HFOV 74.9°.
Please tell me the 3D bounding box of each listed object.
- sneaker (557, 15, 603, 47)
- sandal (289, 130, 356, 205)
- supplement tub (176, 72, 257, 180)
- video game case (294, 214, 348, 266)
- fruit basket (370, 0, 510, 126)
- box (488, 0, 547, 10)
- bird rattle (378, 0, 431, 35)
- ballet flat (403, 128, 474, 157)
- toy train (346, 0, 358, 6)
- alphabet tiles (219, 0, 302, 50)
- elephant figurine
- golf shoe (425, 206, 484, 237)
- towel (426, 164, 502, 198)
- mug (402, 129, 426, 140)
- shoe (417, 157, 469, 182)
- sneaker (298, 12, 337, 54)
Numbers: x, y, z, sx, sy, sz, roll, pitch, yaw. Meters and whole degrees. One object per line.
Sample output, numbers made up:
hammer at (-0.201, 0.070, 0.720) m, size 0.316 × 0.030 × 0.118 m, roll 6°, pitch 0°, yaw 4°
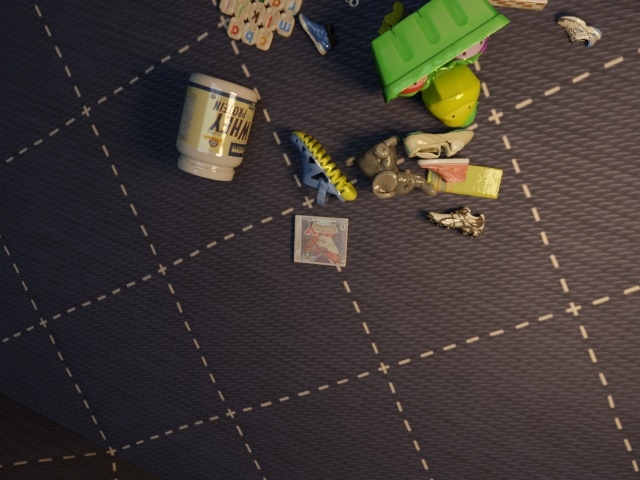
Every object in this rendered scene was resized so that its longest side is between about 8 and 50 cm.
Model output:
sneaker at (0.770, -0.625, 1.254) m, size 0.135 × 0.052 × 0.058 m, roll 31°, pitch 110°, yaw 6°
sandal at (-0.015, -0.244, 1.479) m, size 0.138 × 0.126 × 0.317 m, roll -36°, pitch 90°, yaw 21°
supplement tub at (-0.371, -0.394, 1.471) m, size 0.236 × 0.235 × 0.324 m, roll 19°, pitch 105°, yaw 9°
video game case at (0.000, 0.000, 1.571) m, size 0.202 × 0.023 × 0.183 m, roll 5°, pitch 102°, yaw 12°
fruit basket at (0.363, -0.494, 1.239) m, size 0.393 × 0.283 × 0.391 m, roll 2°, pitch 106°, yaw 6°
box at (0.524, -0.764, 1.277) m, size 0.325 × 0.063 × 0.067 m, roll 11°, pitch 102°, yaw 11°
bird rattle at (0.317, -0.662, 1.341) m, size 0.254 × 0.143 × 0.206 m, roll -4°, pitch 112°, yaw 1°
ballet flat at (0.388, -0.305, 1.349) m, size 0.249 × 0.086 × 0.086 m, roll -7°, pitch 100°, yaw -11°
toy train at (0.107, -0.866, 1.364) m, size 0.125 × 0.046 × 0.166 m, roll 25°, pitch 105°, yaw 8°
alphabet tiles at (-0.210, -0.826, 1.459) m, size 0.284 × 0.021 × 0.277 m, roll 24°, pitch 105°, yaw 8°
elephant figurine at (0.237, -0.214, 1.404) m, size 0.170 × 0.186 × 0.239 m, roll -32°, pitch 100°, yaw -24°
golf shoe at (0.460, -0.078, 1.429) m, size 0.198 × 0.077 × 0.093 m, roll 18°, pitch 93°, yaw 2°
towel at (0.484, -0.208, 1.420) m, size 0.238 × 0.021 × 0.102 m, roll 10°, pitch 106°, yaw 11°
mug at (0.324, -0.337, 1.408) m, size 0.078 × 0.064 × 0.062 m, roll -31°, pitch 93°, yaw 17°
shoe at (0.401, -0.228, 1.368) m, size 0.178 × 0.063 × 0.081 m, roll -3°, pitch 106°, yaw -12°
sneaker at (-0.002, -0.717, 1.411) m, size 0.085 × 0.058 × 0.152 m, roll -32°, pitch 97°, yaw 23°
